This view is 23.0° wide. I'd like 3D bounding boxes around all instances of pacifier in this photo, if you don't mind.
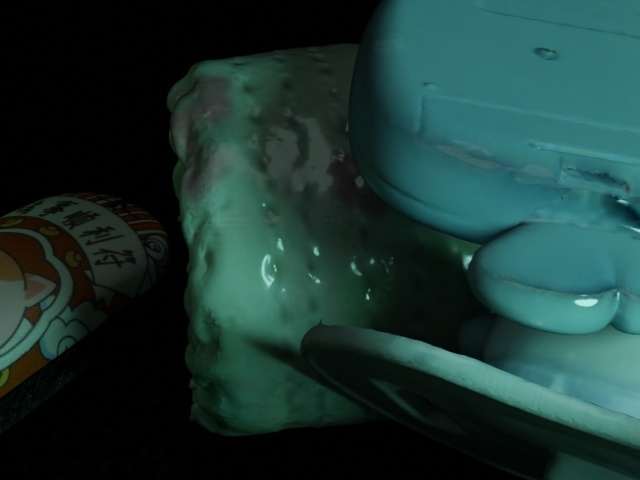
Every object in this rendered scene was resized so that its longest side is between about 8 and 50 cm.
[{"bbox_3d":[0.109,0.133,0.613,0.287,0.238,0.226,20,75,23],"label":"pacifier"}]

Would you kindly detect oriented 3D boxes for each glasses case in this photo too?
[{"bbox_3d":[-0.190,0.056,0.824,0.103,0.067,0.266,24,47,32],"label":"glasses case"}]

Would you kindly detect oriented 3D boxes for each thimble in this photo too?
[{"bbox_3d":[0.000,0.000,0.784,0.149,0.185,0.211,-6,-8,-7],"label":"thimble"}]

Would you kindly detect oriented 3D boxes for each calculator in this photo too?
[{"bbox_3d":[0.107,-0.056,0.663,0.188,0.042,0.303,10,31,-1],"label":"calculator"}]
